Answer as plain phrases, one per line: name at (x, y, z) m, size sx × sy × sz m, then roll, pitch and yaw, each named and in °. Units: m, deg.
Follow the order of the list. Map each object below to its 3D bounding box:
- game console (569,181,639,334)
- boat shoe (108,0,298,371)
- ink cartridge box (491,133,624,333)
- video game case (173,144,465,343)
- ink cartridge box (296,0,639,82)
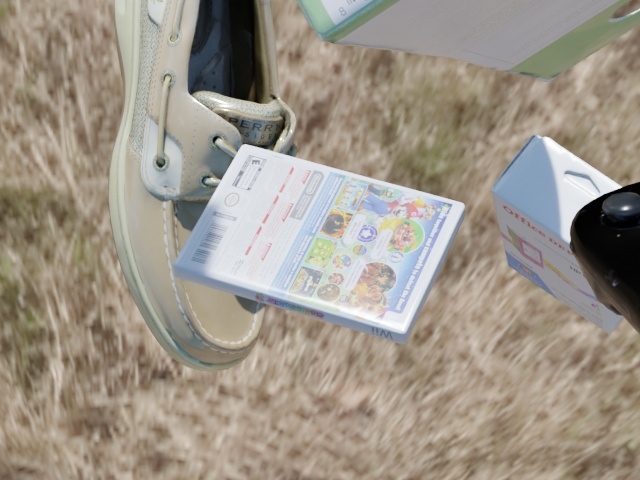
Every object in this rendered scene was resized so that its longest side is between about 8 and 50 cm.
game console at (0.260, -0.025, 0.565) m, size 0.361 × 0.213 × 0.044 m, roll -16°, pitch 110°, yaw -10°
boat shoe at (-0.070, -0.067, 1.223) m, size 0.109 × 0.098 × 0.302 m, roll 2°, pitch 82°, yaw -40°
ink cartridge box at (0.161, -0.003, 1.188) m, size 0.088 × 0.122 × 0.052 m, roll 35°, pitch 76°, yaw 23°
video game case at (0.000, 0.000, 0.922) m, size 0.122 × 0.011 × 0.087 m, roll 16°, pitch 53°, yaw 16°
ink cartridge box at (0.104, -0.128, 0.691) m, size 0.171 × 0.235 × 0.056 m, roll -32°, pitch 80°, yaw 23°
